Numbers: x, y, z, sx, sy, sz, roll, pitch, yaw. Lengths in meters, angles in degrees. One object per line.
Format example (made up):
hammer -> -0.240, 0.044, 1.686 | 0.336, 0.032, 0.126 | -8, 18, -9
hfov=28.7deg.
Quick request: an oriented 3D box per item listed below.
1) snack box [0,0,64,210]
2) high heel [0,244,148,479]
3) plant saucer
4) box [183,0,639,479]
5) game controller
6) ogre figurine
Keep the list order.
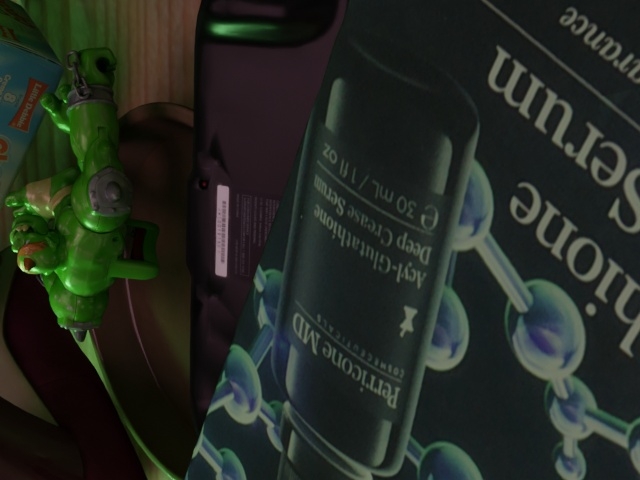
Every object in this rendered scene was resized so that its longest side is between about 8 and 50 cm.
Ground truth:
snack box -> -0.304, -0.028, 0.972 | 0.322, 0.060, 0.187 | -63, 30, 11
high heel -> -0.212, 0.133, 0.978 | 0.127, 0.181, 0.377 | -44, 25, 10
plant saucer -> -0.084, 0.041, 0.864 | 0.277, 0.041, 0.278 | 19, 115, 48
box -> 0.143, 0.055, 0.446 | 0.293, 0.212, 0.396 | 47, 134, 32
game controller -> 0.000, 0.000, 0.702 | 0.166, 0.067, 0.319 | 14, 110, 31
ogre figurine -> -0.159, -0.021, 0.841 | 0.197, 0.096, 0.118 | -50, 42, 28
